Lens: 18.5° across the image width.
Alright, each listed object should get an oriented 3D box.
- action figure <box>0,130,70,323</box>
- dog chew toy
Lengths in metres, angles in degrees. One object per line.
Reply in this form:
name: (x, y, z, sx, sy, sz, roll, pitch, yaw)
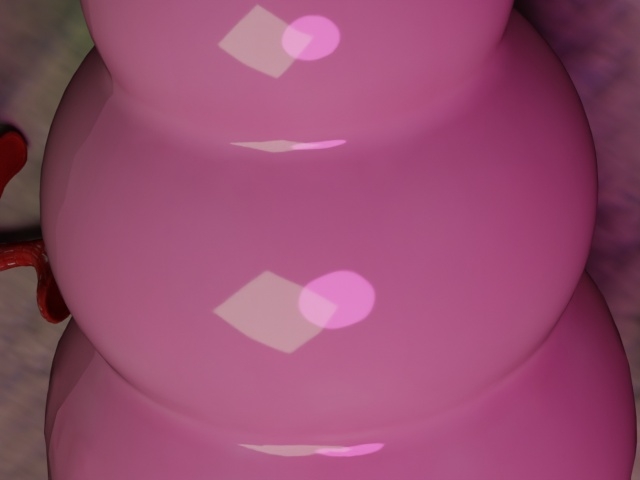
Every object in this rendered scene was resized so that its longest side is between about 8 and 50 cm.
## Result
action figure: (-0.245, 0.040, 0.816, 0.280, 0.139, 0.091, -8, 129, 31)
dog chew toy: (0.000, 0.000, 0.638, 0.206, 0.207, 0.332, 6, 128, 15)
